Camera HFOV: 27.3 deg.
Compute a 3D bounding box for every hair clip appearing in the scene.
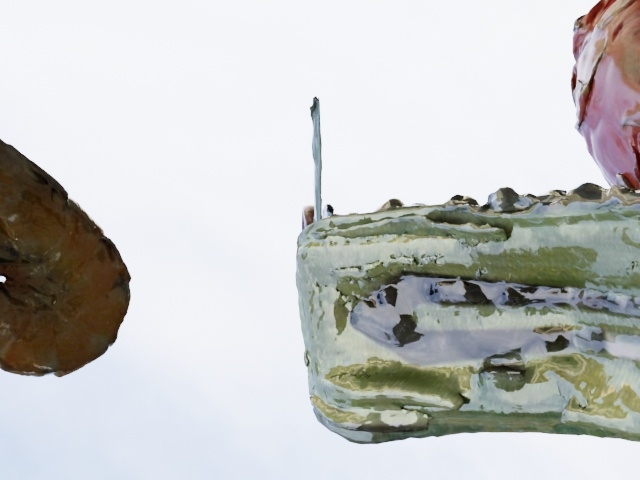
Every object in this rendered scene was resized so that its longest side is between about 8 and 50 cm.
[{"bbox_3d":[0.118,0.037,0.635,0.091,0.138,0.321,-12,-172,-42],"label":"hair clip"}]

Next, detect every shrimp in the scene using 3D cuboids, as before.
[{"bbox_3d":[-0.293,-0.003,1.154,0.062,0.164,0.317,5,138,55],"label":"shrimp"}]

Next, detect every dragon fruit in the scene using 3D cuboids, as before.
[{"bbox_3d":[0.319,-0.116,1.062,0.241,0.241,0.252,27,-139,-14],"label":"dragon fruit"}]

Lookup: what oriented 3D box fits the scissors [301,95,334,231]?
[{"bbox_3d":[0.000,0.000,0.921,0.017,0.248,0.144,-7,-116,-3],"label":"scissors"}]
